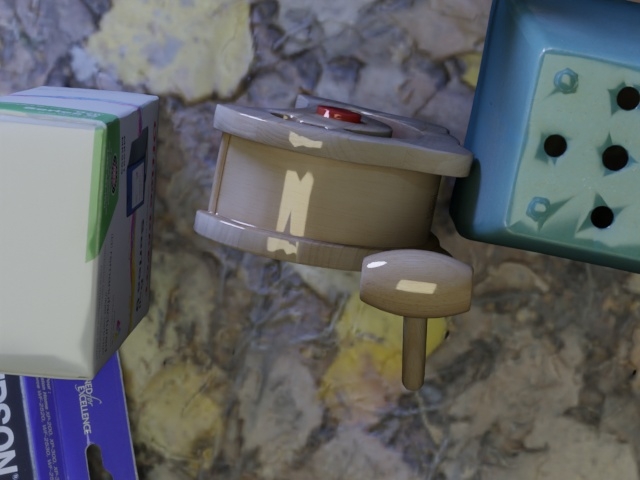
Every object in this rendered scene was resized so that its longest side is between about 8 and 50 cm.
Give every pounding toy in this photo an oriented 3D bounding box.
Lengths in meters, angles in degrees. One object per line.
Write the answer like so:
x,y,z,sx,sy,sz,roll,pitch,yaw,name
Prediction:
0.000,0.000,1.142,0.154,0.269,0.154,10,100,-5,pounding toy

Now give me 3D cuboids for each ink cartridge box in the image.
-0.161,-0.012,1.184,0.093,0.212,0.154,5,98,2,ink cartridge box
-0.224,0.175,1.268,0.208,0.045,0.206,-13,75,7,ink cartridge box

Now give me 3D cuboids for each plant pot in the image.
0.170,-0.059,1.132,0.166,0.234,0.165,12,99,3,plant pot
